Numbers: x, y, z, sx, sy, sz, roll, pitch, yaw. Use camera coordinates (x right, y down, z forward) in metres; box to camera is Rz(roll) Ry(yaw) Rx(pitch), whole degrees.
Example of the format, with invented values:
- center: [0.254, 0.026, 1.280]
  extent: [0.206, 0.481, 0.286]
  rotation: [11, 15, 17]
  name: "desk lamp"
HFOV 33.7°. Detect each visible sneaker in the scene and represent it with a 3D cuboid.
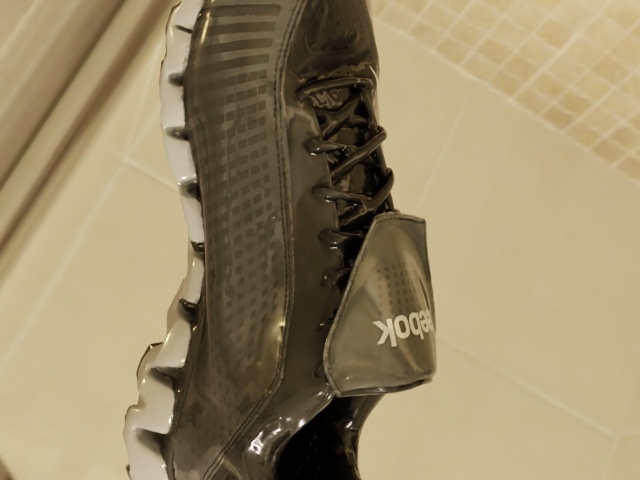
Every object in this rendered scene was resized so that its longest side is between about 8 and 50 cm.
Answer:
- center: [0.000, 0.000, 0.343]
  extent: [0.106, 0.234, 0.078]
  rotation: [24, -158, 36]
  name: "sneaker"
